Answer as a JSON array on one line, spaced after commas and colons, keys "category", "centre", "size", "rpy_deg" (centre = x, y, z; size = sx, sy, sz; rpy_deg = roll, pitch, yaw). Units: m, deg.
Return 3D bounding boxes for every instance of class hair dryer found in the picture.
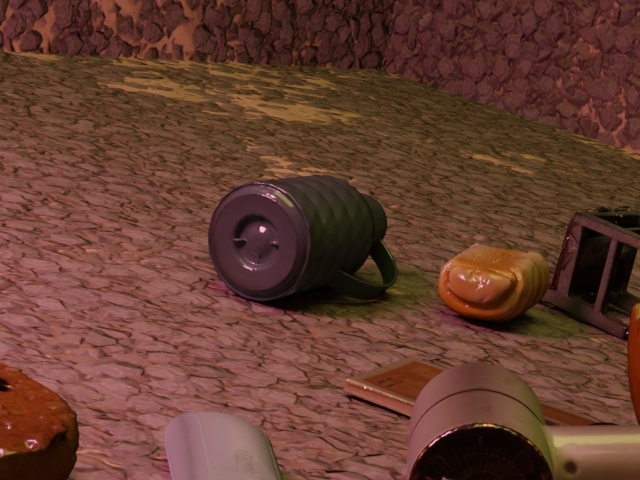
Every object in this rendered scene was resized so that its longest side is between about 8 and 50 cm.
[{"category": "hair dryer", "centre": [0.257, 0.190, 1.731], "size": [0.362, 0.128, 0.203], "rpy_deg": [-1, 11, 4]}]

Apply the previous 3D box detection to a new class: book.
[{"category": "book", "centre": [0.165, 0.176, 2.082], "size": [0.241, 0.018, 0.170], "rpy_deg": [18, 13, 24]}]

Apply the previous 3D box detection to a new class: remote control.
[{"category": "remote control", "centre": [-0.068, 0.209, 1.650], "size": [0.103, 0.051, 0.293], "rpy_deg": [17, 14, -13]}]

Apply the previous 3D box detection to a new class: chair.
[{"category": "chair", "centre": [0.362, 0.022, 2.641], "size": [0.136, 0.147, 0.270], "rpy_deg": [-1, 19, -42]}]

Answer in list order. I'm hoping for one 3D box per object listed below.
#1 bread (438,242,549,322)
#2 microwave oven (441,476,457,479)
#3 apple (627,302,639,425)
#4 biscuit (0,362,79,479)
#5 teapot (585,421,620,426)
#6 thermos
[{"category": "bread", "centre": [0.215, 0.055, 2.499], "size": [0.119, 0.084, 0.177], "rpy_deg": [14, 14, 21]}, {"category": "microwave oven", "centre": [0.145, 0.255, 1.317], "size": [0.122, 0.162, 0.208], "rpy_deg": [18, -5, 30]}, {"category": "apple", "centre": [0.456, 0.125, 1.893], "size": [0.339, 0.340, 0.339], "rpy_deg": [11, 13, -2]}, {"category": "biscuit", "centre": [-0.334, 0.158, 1.594], "size": [0.296, 0.075, 0.296], "rpy_deg": [6, 14, -1]}, {"category": "teapot", "centre": [0.277, 0.215, 1.952], "size": [0.100, 0.045, 0.068], "rpy_deg": [-6, 35, 1]}, {"category": "thermos", "centre": [0.000, 0.000, 2.454], "size": [0.182, 0.145, 0.286], "rpy_deg": [50, 26, 16]}]
